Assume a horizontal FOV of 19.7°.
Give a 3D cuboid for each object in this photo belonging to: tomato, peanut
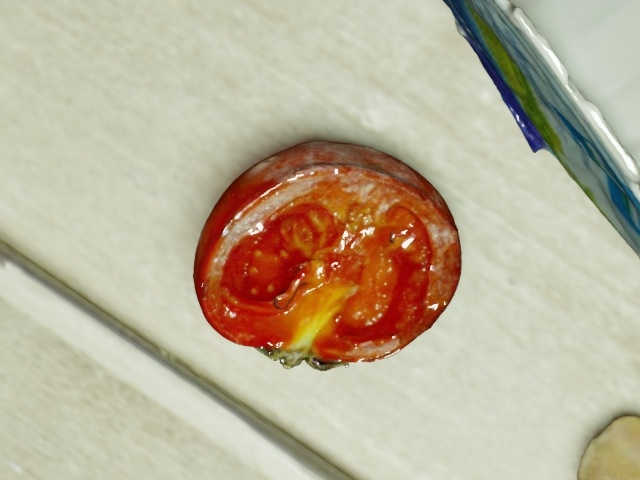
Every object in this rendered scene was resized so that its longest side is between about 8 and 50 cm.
[{"bbox_3d":[0.000,0.000,1.090,0.159,0.091,0.139,13,118,-20],"label":"tomato"},{"bbox_3d":[0.199,0.178,1.102,0.076,0.076,0.152,-17,95,14],"label":"peanut"}]

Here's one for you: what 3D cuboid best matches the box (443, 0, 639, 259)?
[{"bbox_3d":[0.187,-0.137,0.972,0.206,0.291,0.262,-34,137,2],"label":"box"}]
